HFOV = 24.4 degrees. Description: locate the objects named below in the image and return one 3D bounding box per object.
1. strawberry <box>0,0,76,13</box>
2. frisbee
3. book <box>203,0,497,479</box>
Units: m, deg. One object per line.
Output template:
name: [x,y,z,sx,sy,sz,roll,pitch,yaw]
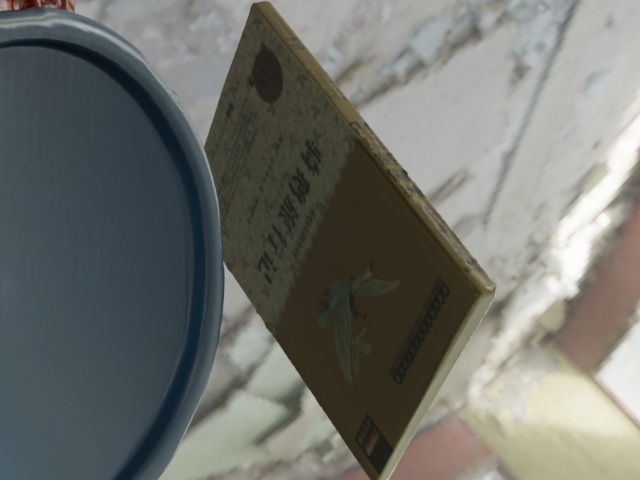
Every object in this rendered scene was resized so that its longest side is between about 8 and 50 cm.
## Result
strawberry: [-0.285,-0.125,0.935,0.257,0.257,0.277,27,65,-65]
frisbee: [-0.154,0.025,0.758,0.289,0.049,0.290,-9,101,-54]
book: [0.000,0.000,1.108,0.021,0.310,0.217,-12,142,-35]
